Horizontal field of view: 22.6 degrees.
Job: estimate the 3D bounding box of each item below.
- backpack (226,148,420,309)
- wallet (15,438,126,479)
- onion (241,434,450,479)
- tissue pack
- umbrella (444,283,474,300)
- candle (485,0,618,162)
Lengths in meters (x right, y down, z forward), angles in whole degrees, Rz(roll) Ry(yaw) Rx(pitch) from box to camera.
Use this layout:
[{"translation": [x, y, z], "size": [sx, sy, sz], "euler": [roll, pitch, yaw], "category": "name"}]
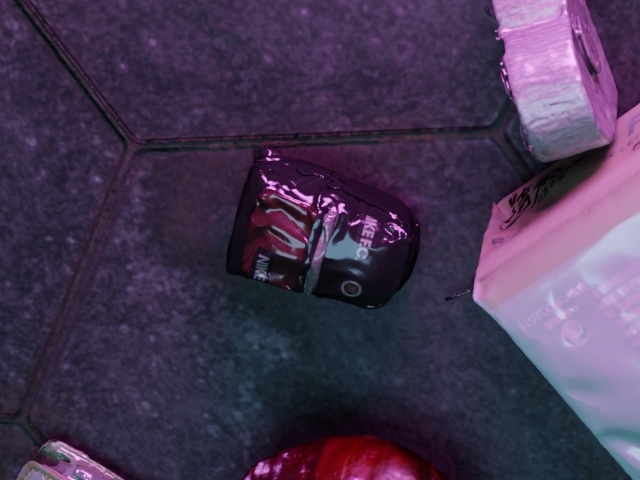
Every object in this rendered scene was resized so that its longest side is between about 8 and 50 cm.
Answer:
[{"translation": [0.002, -0.003, 1.394], "size": [0.165, 0.106, 0.120], "euler": [15, 113, 9], "category": "backpack"}, {"translation": [-0.192, 0.353, 1.631], "size": [0.309, 0.077, 0.223], "euler": [29, 121, -1], "category": "wallet"}, {"translation": [0.024, 0.301, 1.471], "size": [0.252, 0.219, 0.252], "euler": [7, 116, 14], "category": "onion"}, {"translation": [0.378, 0.013, 1.262], "size": [0.405, 0.205, 0.332], "euler": [-36, 103, 24], "category": "tissue pack"}, {"translation": [0.168, 0.033, 1.426], "size": [0.122, 0.022, 0.013], "euler": [-19, 84, 9], "category": "umbrella"}, {"translation": [0.186, -0.142, 1.272], "size": [0.068, 0.192, 0.168], "euler": [-15, 155, 18], "category": "candle"}]
